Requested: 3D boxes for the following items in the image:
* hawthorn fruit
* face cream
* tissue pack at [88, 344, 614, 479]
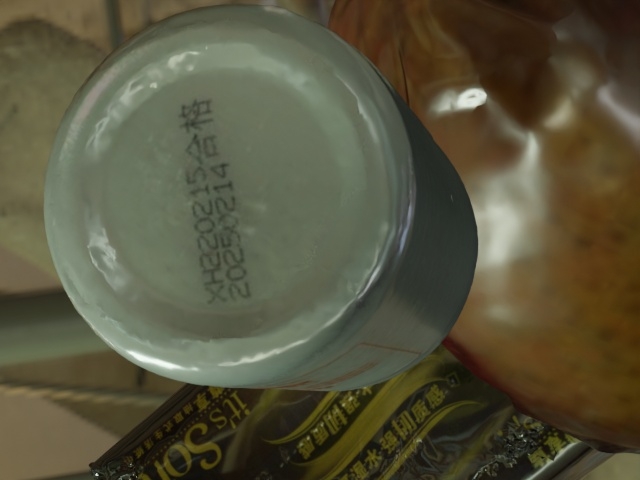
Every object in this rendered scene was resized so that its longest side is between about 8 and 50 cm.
[{"bbox_3d":[0.149,-0.060,0.787,0.308,0.308,0.325,-9,163,19],"label":"hawthorn fruit"},{"bbox_3d":[0.000,0.000,0.528,0.101,0.101,0.252,-8,172,11],"label":"face cream"},{"bbox_3d":[0.057,0.120,1.079,0.370,0.210,0.198,-42,166,13],"label":"tissue pack"}]
